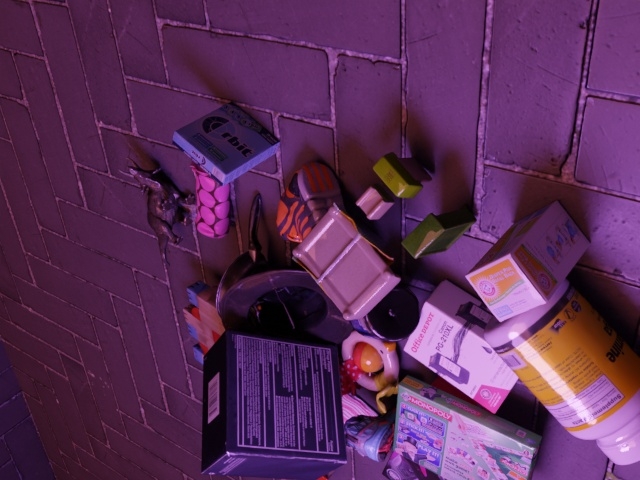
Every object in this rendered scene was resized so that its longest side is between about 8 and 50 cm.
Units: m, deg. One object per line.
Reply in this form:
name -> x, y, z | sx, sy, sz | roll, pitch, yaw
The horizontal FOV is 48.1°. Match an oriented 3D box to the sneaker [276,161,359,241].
sneaker -> 0.000, 0.000, 1.597 | 0.180, 0.125, 0.321 | -41, 60, 57

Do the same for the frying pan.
frying pan -> -0.161, 0.062, 1.814 | 0.053, 0.197, 0.326 | 22, 87, 29

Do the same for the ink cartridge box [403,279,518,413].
ink cartridge box -> 0.314, 0.221, 1.511 | 0.237, 0.100, 0.171 | 34, 135, 19

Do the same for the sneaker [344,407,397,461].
sneaker -> 0.124, 0.453, 1.752 | 0.125, 0.262, 0.104 | 15, 89, 15

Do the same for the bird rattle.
bird rattle -> 0.121, 0.305, 1.763 | 0.254, 0.143, 0.206 | 21, 120, 47

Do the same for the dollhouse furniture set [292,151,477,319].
dollhouse furniture set -> 0.120, -0.006, 1.433 | 0.197, 0.151, 0.301 | 51, 120, 16

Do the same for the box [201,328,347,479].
box -> -0.114, 0.394, 1.688 | 0.294, 0.296, 0.182 | 12, 144, -24

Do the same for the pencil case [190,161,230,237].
pencil case -> -0.276, -0.106, 1.812 | 0.098, 0.095, 0.209 | 4, 126, -2

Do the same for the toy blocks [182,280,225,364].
toy blocks -> -0.281, 0.252, 2.028 | 0.261, 0.191, 0.381 | 27, 135, 40

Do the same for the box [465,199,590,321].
box -> 0.364, 0.035, 1.256 | 0.103, 0.203, 0.114 | 53, 139, -1

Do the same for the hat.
hat -> -0.075, 0.143, 1.746 | 0.332, 0.133, 0.331 | 1, 130, 1

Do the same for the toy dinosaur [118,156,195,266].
toy dinosaur -> -0.428, -0.082, 1.968 | 0.160, 0.121, 0.313 | 29, 140, 40

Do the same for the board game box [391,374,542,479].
board game box -> 0.311, 0.449, 1.581 | 0.317, 0.046, 0.213 | 22, 126, 29

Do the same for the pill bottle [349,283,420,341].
pill bottle -> 0.128, 0.155, 1.562 | 0.122, 0.123, 0.219 | 54, 169, -3

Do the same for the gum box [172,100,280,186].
gum box -> -0.208, -0.219, 1.598 | 0.157, 0.184, 0.041 | 41, 138, 12

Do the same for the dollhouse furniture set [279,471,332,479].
dollhouse furniture set -> -0.084, 0.650, 2.141 | 0.259, 0.135, 0.262 | 35, 136, 17

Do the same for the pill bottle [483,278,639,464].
pill bottle -> 0.476, 0.236, 1.313 | 0.334, 0.188, 0.188 | 48, 139, 3

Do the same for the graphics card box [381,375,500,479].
graphics card box -> 0.306, 0.520, 1.737 | 0.233, 0.094, 0.370 | 34, 137, 18

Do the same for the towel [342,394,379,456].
towel -> 0.094, 0.503, 1.961 | 0.144, 0.029, 0.197 | 39, 137, 15
